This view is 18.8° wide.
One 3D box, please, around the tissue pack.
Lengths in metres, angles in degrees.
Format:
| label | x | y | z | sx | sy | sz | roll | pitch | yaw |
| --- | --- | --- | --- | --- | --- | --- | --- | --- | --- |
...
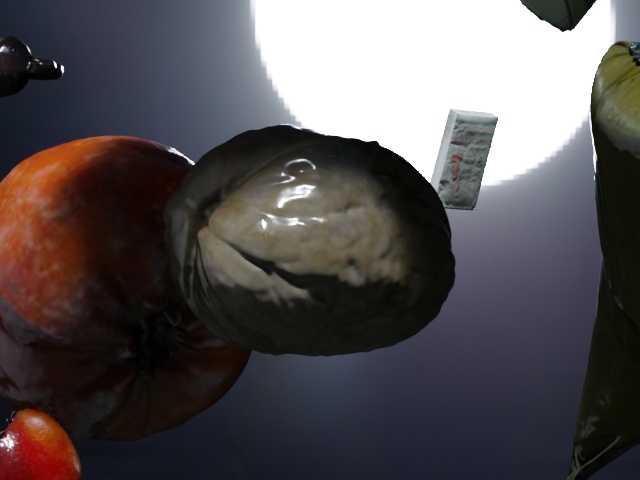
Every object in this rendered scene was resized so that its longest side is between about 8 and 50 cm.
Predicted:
| label | x | y | z | sx | sy | sz | roll | pitch | yaw |
| --- | --- | --- | --- | --- | --- | --- | --- | --- | --- |
| tissue pack | 0.147 | -0.084 | 2.024 | 0.023 | 0.056 | 0.108 | 42 | -58 | 55 |

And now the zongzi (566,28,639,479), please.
| label | x | y | z | sx | sy | sz | roll | pitch | yaw |
| --- | --- | --- | --- | --- | --- | --- | --- | --- | --- |
| zongzi | 0.178 | 0.023 | 1.096 | 0.260 | 0.289 | 0.123 | 25 | 27 | -49 |

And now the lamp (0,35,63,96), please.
| label | x | y | z | sx | sy | sz | roll | pitch | yaw |
| --- | --- | --- | --- | --- | --- | --- | --- | --- | --- |
| lamp | -0.288 | -0.129 | 1.165 | 0.118 | 0.253 | 0.118 | 171 | -90 | -84 |

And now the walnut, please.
| label | x | y | z | sx | sy | sz | roll | pitch | yaw |
| --- | --- | --- | --- | --- | --- | --- | --- | --- | --- |
| walnut | -0.001 | 0.002 | 1.365 | 0.178 | 0.230 | 0.178 | -15 | -109 | 52 |

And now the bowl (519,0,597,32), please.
| label | x | y | z | sx | sy | sz | roll | pitch | yaw |
| --- | --- | --- | --- | --- | --- | --- | --- | --- | --- |
| bowl | 0.138 | -0.246 | 1.242 | 0.211 | 0.112 | 0.211 | 53 | 0 | 0 |

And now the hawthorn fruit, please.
| label | x | y | z | sx | sy | sz | roll | pitch | yaw |
| --- | --- | --- | --- | --- | --- | --- | --- | --- | --- |
| hawthorn fruit | -0.179 | 0.022 | 1.530 | 0.272 | 0.242 | 0.242 | 44 | -38 | 49 |

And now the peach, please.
| label | x | y | z | sx | sy | sz | roll | pitch | yaw |
| --- | --- | --- | --- | --- | --- | --- | --- | --- | --- |
| peach | -0.192 | 0.161 | 1.281 | 0.098 | 0.061 | 0.098 | 20 | 90 | -78 |
